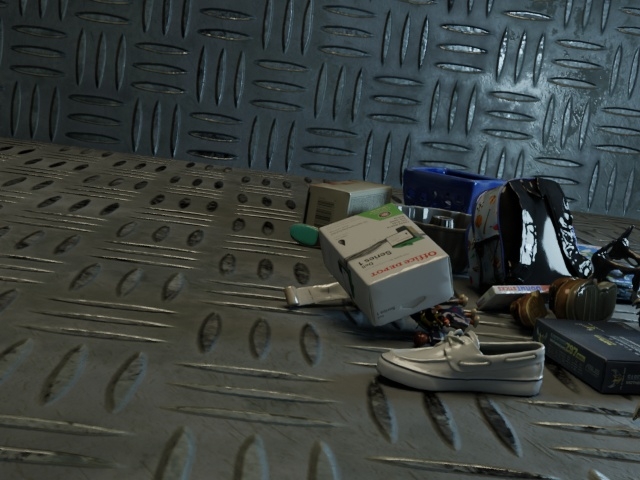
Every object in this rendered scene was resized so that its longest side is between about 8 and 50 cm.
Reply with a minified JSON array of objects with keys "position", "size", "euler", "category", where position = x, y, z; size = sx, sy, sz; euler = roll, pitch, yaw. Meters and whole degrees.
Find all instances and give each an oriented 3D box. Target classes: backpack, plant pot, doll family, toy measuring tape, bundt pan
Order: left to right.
[{"position":[0.093,0.075,1.652],"size":[0.330,0.121,0.121],"euler":[-4,15,-34],"category":"toy measuring tape"},{"position":[0.300,0.000,2.192],"size":[0.330,0.124,0.331],"euler":[7,11,-1],"category":"bundt pan"},{"position":[0.209,0.140,1.517],"size":[0.111,0.076,0.193],"euler":[11,13,-10],"category":"doll family"},{"position":[0.377,-0.089,2.486],"size":[0.236,0.212,0.236],"euler":[15,13,34],"category":"plant pot"},{"position":[0.453,-0.005,1.949],"size":[0.276,0.264,0.213],"euler":[2,-7,-33],"category":"backpack"},{"position":[0.726,0.103,2.065],"size":[0.114,0.084,0.105],"euler":[10,12,-6],"category":"backpack"}]

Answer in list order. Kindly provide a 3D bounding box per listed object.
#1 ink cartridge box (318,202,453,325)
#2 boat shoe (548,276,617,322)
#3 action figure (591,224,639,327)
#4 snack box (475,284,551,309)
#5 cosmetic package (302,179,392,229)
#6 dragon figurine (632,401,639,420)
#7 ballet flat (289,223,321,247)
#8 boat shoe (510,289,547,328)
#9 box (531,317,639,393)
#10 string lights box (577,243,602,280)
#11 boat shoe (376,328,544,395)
[{"position":[0.114,0.038,1.542],"size":[0.160,0.093,0.219],"euler":[-20,33,-15],"category":"ink cartridge box"},{"position":[0.509,0.128,1.749],"size":[0.104,0.111,0.307],"euler":[9,0,31],"category":"boat shoe"},{"position":[0.637,0.099,1.614],"size":[0.164,0.141,0.276],"euler":[-22,59,-36],"category":"action figure"},{"position":[0.411,0.119,1.811],"size":[0.178,0.064,0.022],"euler":[1,53,-31],"category":"snack box"},{"position":[0.076,-0.082,2.394],"size":[0.129,0.153,0.296],"euler":[14,11,25],"category":"cosmetic package"},{"position":[0.601,0.240,1.232],"size":[0.289,0.085,0.144],"euler":[6,10,-19],"category":"dragon figurine"},{"position":[0.000,0.000,2.209],"size":[0.168,0.057,0.052],"euler":[15,-16,16],"category":"ballet flat"},{"position":[0.406,0.142,1.711],"size":[0.060,0.064,0.178],"euler":[-21,-1,19],"category":"boat shoe"},{"position":[0.496,0.193,1.475],"size":[0.183,0.059,0.232],"euler":[4,11,-15],"category":"box"},{"position":[0.674,0.064,2.255],"size":[0.133,0.077,0.259],"euler":[8,10,10],"category":"string lights box"},{"position":[0.211,0.174,1.298],"size":[0.258,0.084,0.095],"euler":[5,11,-15],"category":"boat shoe"}]
